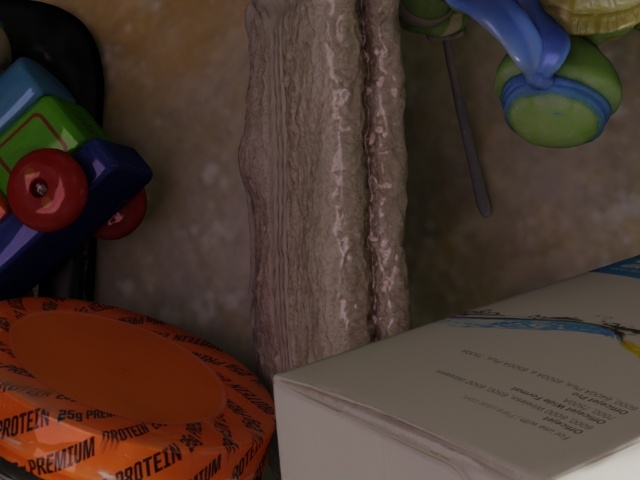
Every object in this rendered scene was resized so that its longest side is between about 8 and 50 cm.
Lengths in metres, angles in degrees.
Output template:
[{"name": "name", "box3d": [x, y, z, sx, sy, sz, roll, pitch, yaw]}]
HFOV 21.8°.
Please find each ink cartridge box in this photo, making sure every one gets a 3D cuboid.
[{"name": "ink cartridge box", "box3d": [0.123, 0.120, 0.691, 0.168, 0.232, 0.171, 15, 115, 53]}]

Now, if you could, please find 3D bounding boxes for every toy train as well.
[{"name": "toy train", "box3d": [-0.224, -0.002, 0.898, 0.248, 0.105, 0.143, -41, 78, 9]}]

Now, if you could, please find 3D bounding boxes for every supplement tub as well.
[{"name": "supplement tub", "box3d": [-0.149, 0.214, 0.864, 0.207, 0.207, 0.338, 25, 107, 19]}]

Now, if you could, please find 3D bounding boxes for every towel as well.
[{"name": "towel", "box3d": [0.000, 0.000, 0.819, 0.049, 0.187, 0.282, -4, 92, -13]}]

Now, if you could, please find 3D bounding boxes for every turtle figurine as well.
[{"name": "turtle figurine", "box3d": [0.137, -0.148, 0.792, 0.197, 0.274, 0.266, -2, 72, 44]}]

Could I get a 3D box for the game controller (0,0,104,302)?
[{"name": "game controller", "box3d": [-0.212, 0.017, 0.977, 0.166, 0.067, 0.319, 5, 96, 8]}]
